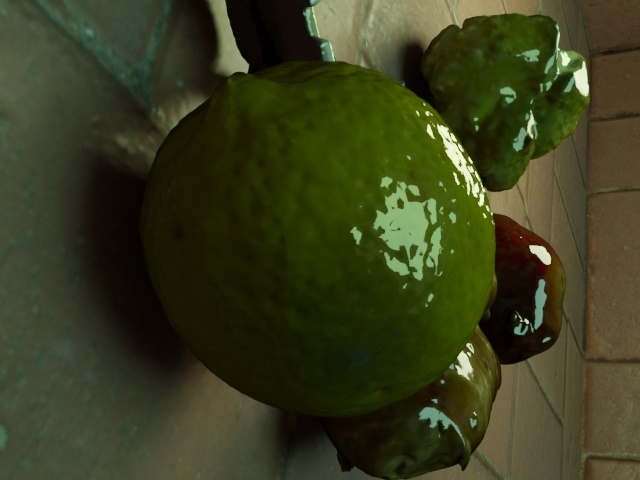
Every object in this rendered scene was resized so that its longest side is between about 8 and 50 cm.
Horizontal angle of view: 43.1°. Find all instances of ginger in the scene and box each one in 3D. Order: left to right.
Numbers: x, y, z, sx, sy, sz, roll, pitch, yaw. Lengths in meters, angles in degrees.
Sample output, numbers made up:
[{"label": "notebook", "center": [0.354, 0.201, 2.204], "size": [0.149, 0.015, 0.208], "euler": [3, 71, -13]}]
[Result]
[{"label": "ginger", "center": [0.106, 0.103, 0.890], "size": [0.418, 0.176, 0.254], "euler": [-26, 104, -66]}]

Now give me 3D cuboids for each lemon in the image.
[{"label": "lemon", "center": [0.000, 0.000, 0.584], "size": [0.267, 0.268, 0.267], "euler": [-2, 90, -65]}]

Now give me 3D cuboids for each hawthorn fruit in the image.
[{"label": "hawthorn fruit", "center": [0.246, 0.078, 1.136], "size": [0.248, 0.208, 0.207], "euler": [-81, 161, -71]}]

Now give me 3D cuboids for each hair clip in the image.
[{"label": "hair clip", "center": [-0.048, -0.189, 0.642], "size": [0.056, 0.146, 0.187], "euler": [-39, 123, -20]}]

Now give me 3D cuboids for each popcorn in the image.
[{"label": "popcorn", "center": [0.263, -0.200, 1.194], "size": [0.225, 0.277, 0.276], "euler": [-153, -122, -79]}]

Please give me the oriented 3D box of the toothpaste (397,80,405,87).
[{"label": "toothpaste", "center": [0.115, -0.180, 1.119], "size": [0.024, 0.015, 0.083], "euler": [-48, 136, -46]}]
